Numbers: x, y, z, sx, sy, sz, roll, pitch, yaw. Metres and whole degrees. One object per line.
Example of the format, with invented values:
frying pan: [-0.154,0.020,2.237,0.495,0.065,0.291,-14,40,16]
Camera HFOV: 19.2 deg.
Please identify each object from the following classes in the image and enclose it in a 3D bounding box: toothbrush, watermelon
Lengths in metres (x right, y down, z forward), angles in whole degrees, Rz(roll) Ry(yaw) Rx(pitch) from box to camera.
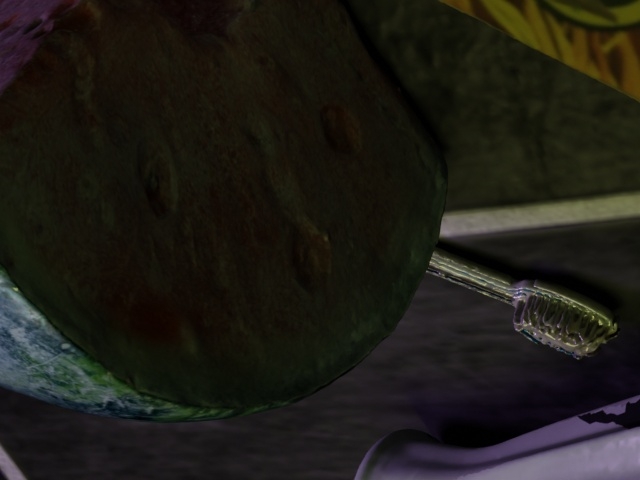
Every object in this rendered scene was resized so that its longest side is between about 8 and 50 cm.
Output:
toothbrush: [0.002,-0.004,0.902,0.294,0.028,0.026,21,137,9]
watermelon: [-0.086,-0.040,0.759,0.148,0.318,0.226,-7,90,34]

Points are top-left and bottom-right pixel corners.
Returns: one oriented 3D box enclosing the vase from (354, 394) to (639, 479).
vase: [0.187,0.122,0.868,0.360,0.165,0.165,-12,128,37]

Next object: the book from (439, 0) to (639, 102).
book: [0.095,-0.245,0.603,0.300,0.039,0.428,28,137,-6]
